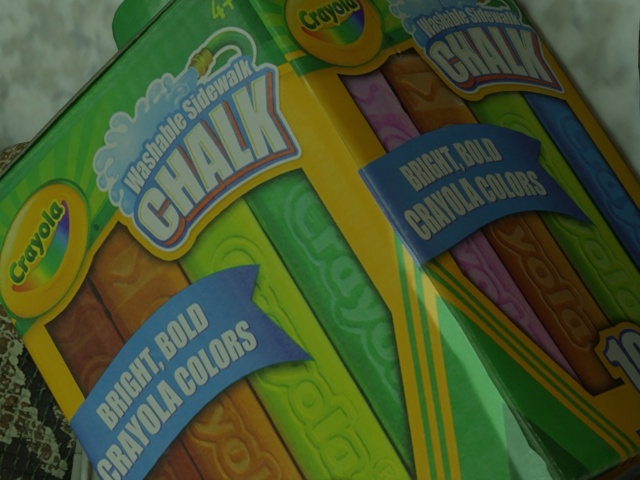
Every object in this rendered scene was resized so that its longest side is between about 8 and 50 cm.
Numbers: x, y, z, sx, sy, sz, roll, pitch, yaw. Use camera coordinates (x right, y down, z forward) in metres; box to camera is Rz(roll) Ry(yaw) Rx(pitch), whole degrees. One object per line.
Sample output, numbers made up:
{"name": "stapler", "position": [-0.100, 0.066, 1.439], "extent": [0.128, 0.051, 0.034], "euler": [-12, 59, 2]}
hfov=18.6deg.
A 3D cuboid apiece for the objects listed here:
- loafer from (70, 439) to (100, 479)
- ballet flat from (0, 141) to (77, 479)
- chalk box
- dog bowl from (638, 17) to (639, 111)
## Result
{"name": "loafer", "position": [-0.095, 0.203, 0.885], "extent": [0.111, 0.112, 0.319], "euler": [16, 91, 13]}
{"name": "ballet flat", "position": [-0.248, 0.166, 0.971], "extent": [0.164, 0.182, 0.483], "euler": [45, 121, 30]}
{"name": "chalk box", "position": [0.000, 0.000, 0.761], "extent": [0.180, 0.179, 0.289], "euler": [-43, 73, 33]}
{"name": "dog bowl", "position": [0.303, -0.048, 0.548], "extent": [0.408, 0.150, 0.408], "euler": [7, 102, 35]}
